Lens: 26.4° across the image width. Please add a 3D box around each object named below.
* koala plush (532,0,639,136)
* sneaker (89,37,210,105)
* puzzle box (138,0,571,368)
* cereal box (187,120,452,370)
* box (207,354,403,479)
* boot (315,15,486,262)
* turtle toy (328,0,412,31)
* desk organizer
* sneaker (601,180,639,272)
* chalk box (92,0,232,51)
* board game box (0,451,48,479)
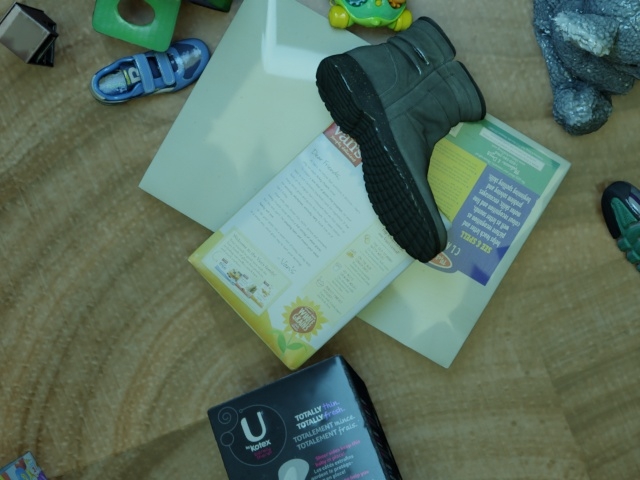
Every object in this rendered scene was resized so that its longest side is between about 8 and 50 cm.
[{"bbox_3d":[0.314,-0.230,1.412,0.196,0.221,0.203,-23,92,5],"label":"koala plush"},{"bbox_3d":[-0.192,-0.187,1.528,0.144,0.059,0.053,-21,90,4],"label":"sneaker"},{"bbox_3d":[0.037,-0.072,1.525,0.409,0.052,0.272,31,95,1],"label":"puzzle box"},{"bbox_3d":[0.000,0.000,1.483,0.240,0.047,0.173,-42,91,5],"label":"cereal box"},{"bbox_3d":[0.008,0.286,1.463,0.165,0.143,0.270,-23,69,5],"label":"box"},{"bbox_3d":[0.115,-0.113,1.429,0.161,0.083,0.246,-23,84,-26],"label":"boot"},{"bbox_3d":[0.053,-0.286,1.491,0.095,0.066,0.130,0,54,-13],"label":"turtle toy"},{"bbox_3d":[-0.315,-0.224,1.498,0.050,0.130,0.047,39,95,-2],"label":"desk organizer"},{"bbox_3d":[0.407,0.009,1.508,0.098,0.083,0.223,-40,93,-18],"label":"sneaker"},{"bbox_3d":[-0.166,-0.352,1.455,0.180,0.179,0.289,18,95,3],"label":"chalk box"},{"bbox_3d":[-0.421,0.383,1.539,0.275,0.142,0.144,-33,91,5],"label":"board game box"}]
